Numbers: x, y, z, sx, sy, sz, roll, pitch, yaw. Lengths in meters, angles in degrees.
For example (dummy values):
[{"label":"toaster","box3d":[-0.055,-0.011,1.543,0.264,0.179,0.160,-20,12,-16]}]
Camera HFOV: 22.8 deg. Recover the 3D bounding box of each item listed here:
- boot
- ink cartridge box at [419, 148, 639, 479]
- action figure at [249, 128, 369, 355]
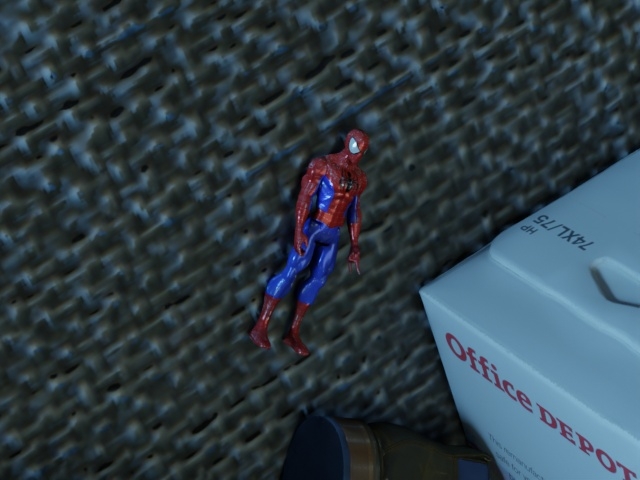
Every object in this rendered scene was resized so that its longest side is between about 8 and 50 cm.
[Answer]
[{"label":"boot","box3d":[0.024,0.200,0.842,0.106,0.082,0.219,6,105,-31]},{"label":"ink cartridge box","box3d":[0.212,0.115,0.848,0.197,0.198,0.270,-31,124,-17]},{"label":"action figure","box3d":[0.000,0.000,0.773,0.038,0.030,0.115,13,101,-30]}]
